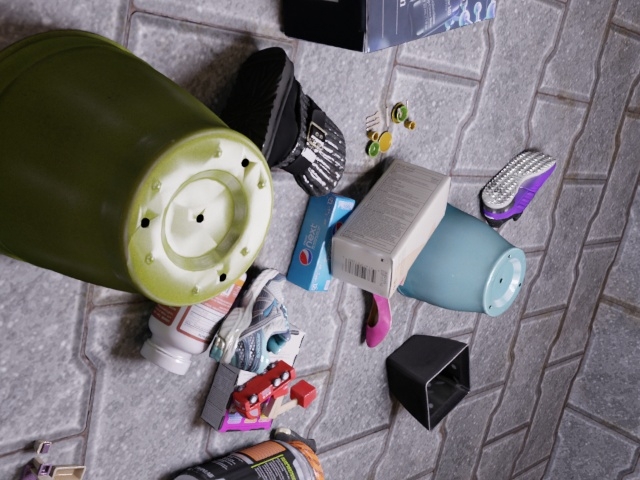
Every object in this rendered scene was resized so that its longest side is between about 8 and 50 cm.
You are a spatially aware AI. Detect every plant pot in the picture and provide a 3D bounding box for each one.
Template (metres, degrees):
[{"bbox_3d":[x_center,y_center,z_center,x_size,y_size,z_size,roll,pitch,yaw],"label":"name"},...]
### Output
[{"bbox_3d":[0.285,0.365,2.030,0.187,0.167,0.188,-35,131,-31],"label":"plant pot"},{"bbox_3d":[-0.262,-0.079,1.042,0.366,0.353,0.366,-25,127,-39],"label":"plant pot"},{"bbox_3d":[0.366,0.062,1.895,0.272,0.255,0.271,-25,126,-39],"label":"plant pot"}]

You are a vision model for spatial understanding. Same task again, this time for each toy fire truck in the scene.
[{"bbox_3d":[-0.094,0.326,1.566,0.192,0.047,0.135,-32,132,-34],"label":"toy fire truck"}]

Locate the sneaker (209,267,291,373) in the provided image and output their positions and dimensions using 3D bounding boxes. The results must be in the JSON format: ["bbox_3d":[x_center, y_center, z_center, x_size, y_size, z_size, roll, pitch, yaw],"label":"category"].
[{"bbox_3d":[-0.112,0.162,1.449,0.110,0.122,0.283,-62,178,34],"label":"sneaker"}]

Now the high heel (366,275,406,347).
[{"bbox_3d":[0.124,0.155,1.833,0.117,0.082,0.244,9,118,-21],"label":"high heel"}]

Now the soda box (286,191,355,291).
[{"bbox_3d":[0.000,0.000,1.597,0.067,0.071,0.210,6,105,-51],"label":"soda box"}]

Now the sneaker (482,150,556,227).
[{"bbox_3d":[0.564,-0.139,2.146,0.293,0.102,0.146,-36,137,-25],"label":"sneaker"}]

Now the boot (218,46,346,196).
[{"bbox_3d":[-0.074,-0.142,1.342,0.260,0.131,0.348,53,50,-47],"label":"boot"}]

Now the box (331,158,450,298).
[{"bbox_3d":[0.157,-0.034,1.632,0.311,0.148,0.121,-49,151,-40],"label":"box"}]

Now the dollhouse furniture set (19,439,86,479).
[{"bbox_3d":[-0.442,0.403,1.302,0.114,0.081,0.091,17,96,-51],"label":"dollhouse furniture set"}]

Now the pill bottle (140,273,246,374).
[{"bbox_3d":[-0.236,0.128,1.362,0.121,0.121,0.216,33,84,-51],"label":"pill bottle"}]

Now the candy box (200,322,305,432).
[{"bbox_3d":[-0.142,0.283,1.585,0.159,0.071,0.233,14,99,-50],"label":"candy box"}]

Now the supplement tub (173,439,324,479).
[{"bbox_3d":[-0.152,0.548,1.614,0.316,0.194,0.193,-6,113,-46],"label":"supplement tub"}]

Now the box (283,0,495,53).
[{"bbox_3d":[0.137,-0.534,1.367,0.395,0.212,0.293,-27,127,-39],"label":"box"}]

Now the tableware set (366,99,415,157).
[{"bbox_3d":[0.160,-0.249,1.686,0.154,0.024,0.104,-29,129,-37],"label":"tableware set"}]

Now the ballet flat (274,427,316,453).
[{"bbox_3d":[-0.063,0.482,1.807,0.173,0.057,0.049,49,31,-49],"label":"ballet flat"}]
